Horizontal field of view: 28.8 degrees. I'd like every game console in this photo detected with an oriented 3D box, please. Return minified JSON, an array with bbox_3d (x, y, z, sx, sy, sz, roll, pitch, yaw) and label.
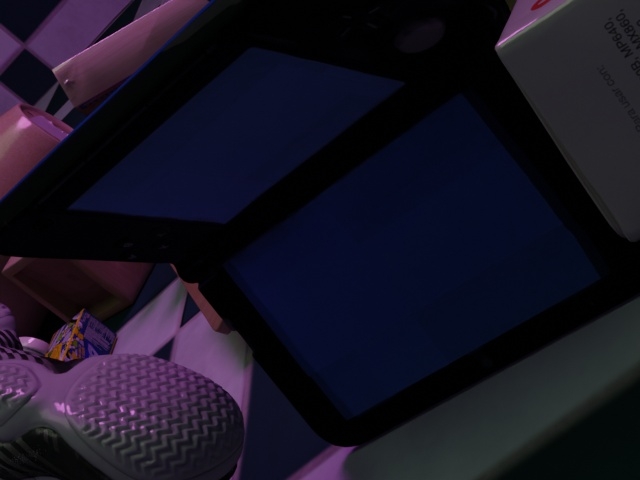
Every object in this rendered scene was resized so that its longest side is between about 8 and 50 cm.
[{"bbox_3d":[0.000,0.000,0.706,0.293,0.250,0.173,-36,65,35],"label":"game console"}]

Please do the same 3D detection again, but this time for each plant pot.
[{"bbox_3d":[-0.416,-0.033,1.635,0.274,0.256,0.256,-55,19,10],"label":"plant pot"}]

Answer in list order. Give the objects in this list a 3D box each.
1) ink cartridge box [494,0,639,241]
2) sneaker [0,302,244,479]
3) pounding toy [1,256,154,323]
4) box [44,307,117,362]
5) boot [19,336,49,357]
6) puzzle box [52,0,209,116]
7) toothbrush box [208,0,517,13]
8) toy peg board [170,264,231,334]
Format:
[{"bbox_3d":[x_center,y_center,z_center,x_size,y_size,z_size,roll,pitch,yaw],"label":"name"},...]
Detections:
[{"bbox_3d":[0.227,-0.141,0.559,0.272,0.114,0.197,-33,13,27],"label":"ink cartridge box"},{"bbox_3d":[-0.220,0.166,0.847,0.365,0.210,0.137,13,21,26],"label":"sneaker"},{"bbox_3d":[-0.282,-0.006,1.469,0.206,0.181,0.094,-28,29,45],"label":"pounding toy"},{"bbox_3d":[-0.276,0.156,1.360,0.059,0.054,0.169,-38,23,28],"label":"box"},{"bbox_3d":[-0.383,0.188,1.526,0.190,0.069,0.086,-39,29,48],"label":"boot"},{"bbox_3d":[-0.118,-0.271,1.493,0.408,0.052,0.272,-31,3,-3],"label":"puzzle box"},{"bbox_3d":[0.059,-0.140,0.849,0.122,0.283,0.206,-51,21,-4],"label":"toothbrush box"},{"bbox_3d":[-0.056,-0.012,1.149,0.161,0.079,0.160,-63,33,14],"label":"toy peg board"}]
